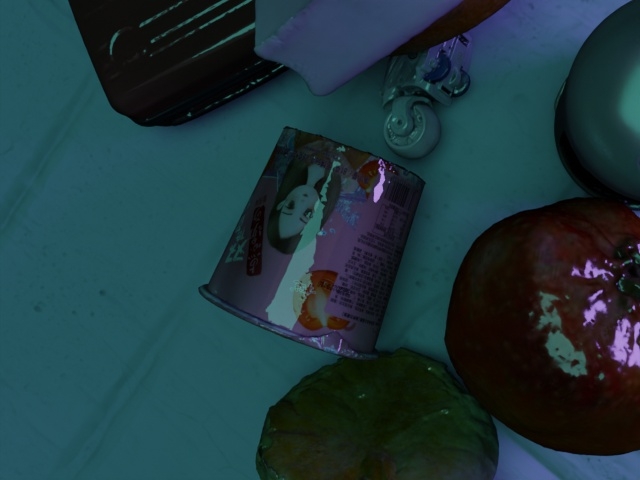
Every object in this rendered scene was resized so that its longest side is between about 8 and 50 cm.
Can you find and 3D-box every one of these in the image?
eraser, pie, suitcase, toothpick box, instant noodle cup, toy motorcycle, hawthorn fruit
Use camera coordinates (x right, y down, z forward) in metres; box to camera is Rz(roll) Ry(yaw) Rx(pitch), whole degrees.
[{"bbox_3d":[0.052,-0.376,0.810,0.272,0.122,0.358,-31,48,36],"label":"eraser"},{"bbox_3d":[0.066,0.238,0.866,0.307,0.306,0.071,3,119,16],"label":"pie"},{"bbox_3d":[-0.166,-0.302,0.982,0.297,0.161,0.236,-23,85,15],"label":"suitcase"},{"bbox_3d":[0.359,-0.147,0.755,0.229,0.316,0.228,0,91,16],"label":"toothpick box"},{"bbox_3d":[0.000,0.000,0.913,0.243,0.243,0.231,21,91,15],"label":"instant noodle cup"},{"bbox_3d":[0.135,-0.229,0.938,0.113,0.112,0.254,18,91,15],"label":"toy motorcycle"},{"bbox_3d":[0.267,0.114,0.832,0.287,0.287,0.330,43,146,11],"label":"hawthorn fruit"}]

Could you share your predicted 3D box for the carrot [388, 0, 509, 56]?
[{"bbox_3d":[0.123,-0.337,0.876,0.307,0.100,0.258,-22,53,35],"label":"carrot"}]
